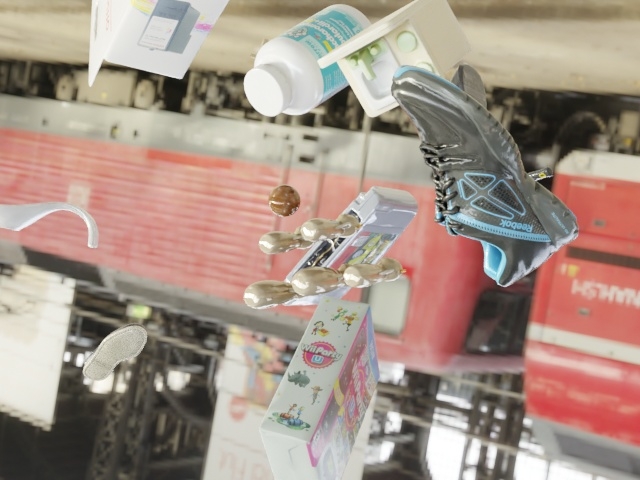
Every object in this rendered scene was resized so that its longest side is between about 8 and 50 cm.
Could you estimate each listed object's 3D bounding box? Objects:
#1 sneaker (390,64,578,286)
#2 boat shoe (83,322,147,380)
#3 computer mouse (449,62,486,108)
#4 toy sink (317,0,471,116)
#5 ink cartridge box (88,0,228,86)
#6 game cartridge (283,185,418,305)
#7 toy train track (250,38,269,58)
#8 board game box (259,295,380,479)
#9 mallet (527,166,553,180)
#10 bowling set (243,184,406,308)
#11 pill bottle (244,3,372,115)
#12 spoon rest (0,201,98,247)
[{"bbox_3d":[0.194,-0.080,1.361,0.341,0.139,0.125,46,-177,-19],"label":"sneaker"},{"bbox_3d":[-0.427,0.218,2.194,0.075,0.065,0.206,32,128,-23],"label":"boat shoe"},{"bbox_3d":[0.271,-0.232,2.089,0.060,0.262,0.184,-17,165,37],"label":"computer mouse"},{"bbox_3d":[0.127,-0.299,1.725,0.153,0.131,0.234,-24,-168,33],"label":"toy sink"},{"bbox_3d":[-0.201,-0.363,1.390,0.119,0.207,0.353,10,148,-26],"label":"ink cartridge box"},{"bbox_3d":[0.059,0.017,2.050,0.060,0.294,0.196,49,-158,19],"label":"game cartridge"},{"bbox_3d":[-0.113,-0.367,2.072,0.048,0.083,0.014,11,139,-3],"label":"toy train track"},{"bbox_3d":[0.008,0.285,1.862,0.097,0.303,0.224,9,139,19],"label":"board game box"},{"bbox_3d":[0.339,-0.093,1.853,0.189,0.039,0.062,-7,127,50],"label":"mallet"},{"bbox_3d":[0.000,0.000,1.760,0.287,0.200,0.154,-10,178,38],"label":"bowling set"},{"bbox_3d":[-0.021,-0.324,1.933,0.146,0.146,0.264,11,-143,38],"label":"pill bottle"},{"bbox_3d":[-0.605,-0.053,2.238,0.276,0.084,0.137,14,177,-2],"label":"spoon rest"}]
